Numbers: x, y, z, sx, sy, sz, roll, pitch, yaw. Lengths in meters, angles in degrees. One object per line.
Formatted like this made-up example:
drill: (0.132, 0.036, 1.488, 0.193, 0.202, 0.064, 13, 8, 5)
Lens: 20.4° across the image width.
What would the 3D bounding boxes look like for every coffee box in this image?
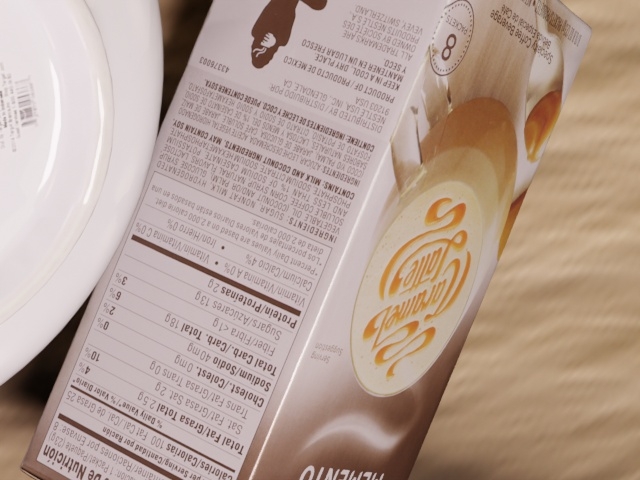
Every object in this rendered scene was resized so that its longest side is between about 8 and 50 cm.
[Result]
coffee box: (0.000, 0.000, 0.697, 0.141, 0.098, 0.246, 18, 95, -62)

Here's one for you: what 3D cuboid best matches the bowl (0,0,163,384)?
bowl: (-0.159, -0.046, 0.564, 0.298, 0.134, 0.298, -14, 114, -33)
